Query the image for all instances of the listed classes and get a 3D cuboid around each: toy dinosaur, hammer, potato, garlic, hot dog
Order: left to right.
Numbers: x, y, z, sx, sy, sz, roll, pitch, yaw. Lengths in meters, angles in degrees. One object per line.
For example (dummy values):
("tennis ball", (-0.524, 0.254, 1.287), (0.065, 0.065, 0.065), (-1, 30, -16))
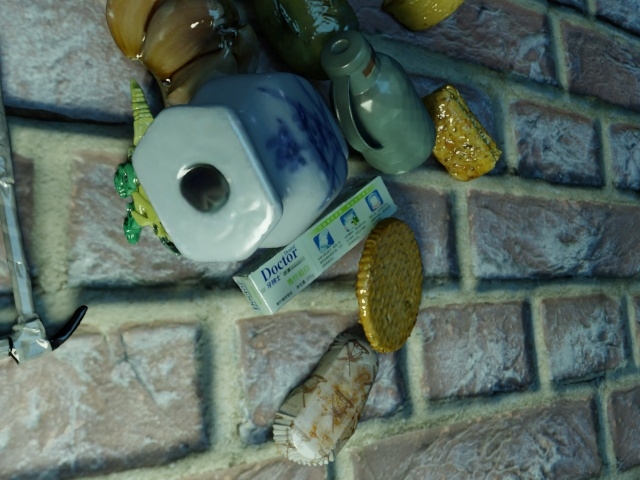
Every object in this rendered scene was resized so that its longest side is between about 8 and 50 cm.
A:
("hammer", (-0.420, -0.051, 0.782), (0.152, 0.044, 0.426), (-12, 90, -36))
("toy dinosaur", (-0.243, -0.096, 0.854), (0.094, 0.153, 0.259), (-14, 82, -37))
("garlic", (-0.198, -0.309, 0.907), (0.214, 0.191, 0.160), (55, 33, -2))
("potato", (-0.028, -0.398, 1.037), (0.169, 0.144, 0.248), (-35, 102, -47))
("hot dog", (0.019, 0.268, 1.024), (0.131, 0.069, 0.252), (45, 58, -10))

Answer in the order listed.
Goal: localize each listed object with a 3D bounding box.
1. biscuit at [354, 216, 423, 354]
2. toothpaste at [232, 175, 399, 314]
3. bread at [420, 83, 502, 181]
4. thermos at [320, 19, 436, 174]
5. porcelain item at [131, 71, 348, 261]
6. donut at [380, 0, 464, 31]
("biscuit", (0.128, 0.080, 1.090), (0.254, 0.035, 0.253), (-4, 95, -58))
("toothpaste", (0.000, 0.000, 1.047), (0.337, 0.067, 0.081), (-38, 106, -32))
("bread", (0.279, -0.218, 1.244), (0.211, 0.114, 0.083), (45, 45, -21))
("thermos", (0.089, -0.225, 1.027), (0.286, 0.145, 0.182), (39, 55, -54))
("porcelain item", (-0.077, -0.119, 0.846), (0.242, 0.179, 0.405), (63, 22, -9))
("donut", (0.269, -0.560, 1.268), (0.112, 0.151, 0.295), (48, 59, -31))
